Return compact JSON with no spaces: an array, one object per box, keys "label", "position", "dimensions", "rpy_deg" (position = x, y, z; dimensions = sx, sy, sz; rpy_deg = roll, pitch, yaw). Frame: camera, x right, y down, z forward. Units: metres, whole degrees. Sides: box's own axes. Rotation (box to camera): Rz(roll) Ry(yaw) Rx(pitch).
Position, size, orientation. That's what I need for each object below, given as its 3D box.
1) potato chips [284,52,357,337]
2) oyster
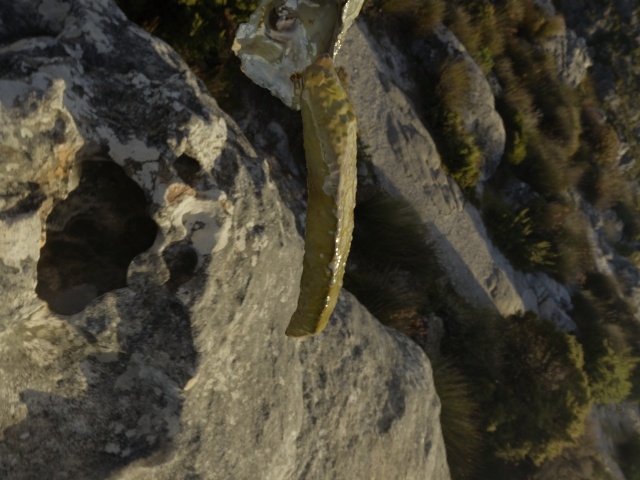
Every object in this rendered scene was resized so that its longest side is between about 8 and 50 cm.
[{"label":"potato chips","position":[0.000,0.000,0.494],"dimensions":[0.057,0.080,0.407],"rpy_deg":[-35,144,-39]},{"label":"oyster","position":[-0.015,-0.293,0.561],"dimensions":[0.161,0.233,0.107],"rpy_deg":[33,46,-10]}]
